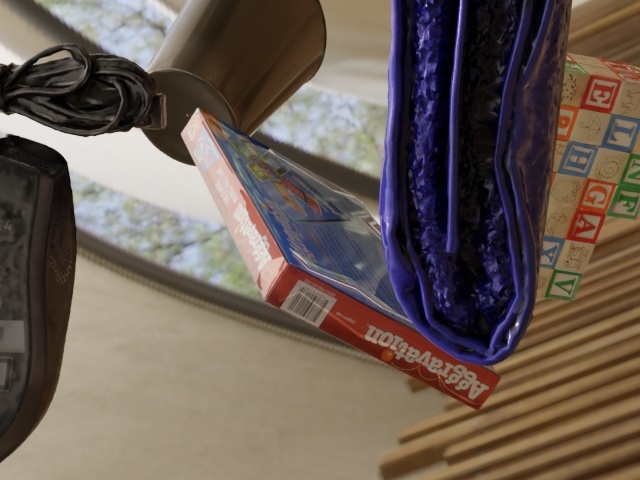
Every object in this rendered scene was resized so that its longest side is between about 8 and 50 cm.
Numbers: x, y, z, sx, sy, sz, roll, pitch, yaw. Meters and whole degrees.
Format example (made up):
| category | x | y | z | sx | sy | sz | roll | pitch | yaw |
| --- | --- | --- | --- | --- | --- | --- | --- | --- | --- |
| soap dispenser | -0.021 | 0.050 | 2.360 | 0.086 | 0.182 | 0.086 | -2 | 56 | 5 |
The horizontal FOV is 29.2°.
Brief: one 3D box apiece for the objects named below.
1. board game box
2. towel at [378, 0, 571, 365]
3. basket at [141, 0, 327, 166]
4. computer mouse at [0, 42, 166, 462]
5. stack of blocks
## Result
| category | x | y | z | sx | sy | sz | roll | pitch | yaw |
| --- | --- | --- | --- | --- | --- | --- | --- | --- | --- |
| board game box | 0.000 | 0.000 | 0.759 | 0.145 | 0.027 | 0.281 | 30 | -168 | -24 |
| towel | 0.077 | -0.103 | 0.565 | 0.308 | 0.076 | 0.228 | -54 | -30 | -69 |
| basket | -0.105 | -0.198 | 1.389 | 0.227 | 0.154 | 0.204 | -61 | -35 | -44 |
| computer mouse | -0.201 | 0.014 | 0.765 | 0.072 | 0.188 | 0.272 | 55 | -138 | -75 |
| stack of blocks | 0.312 | -0.076 | 1.533 | 0.171 | 0.297 | 0.087 | 9 | -156 | -16 |
